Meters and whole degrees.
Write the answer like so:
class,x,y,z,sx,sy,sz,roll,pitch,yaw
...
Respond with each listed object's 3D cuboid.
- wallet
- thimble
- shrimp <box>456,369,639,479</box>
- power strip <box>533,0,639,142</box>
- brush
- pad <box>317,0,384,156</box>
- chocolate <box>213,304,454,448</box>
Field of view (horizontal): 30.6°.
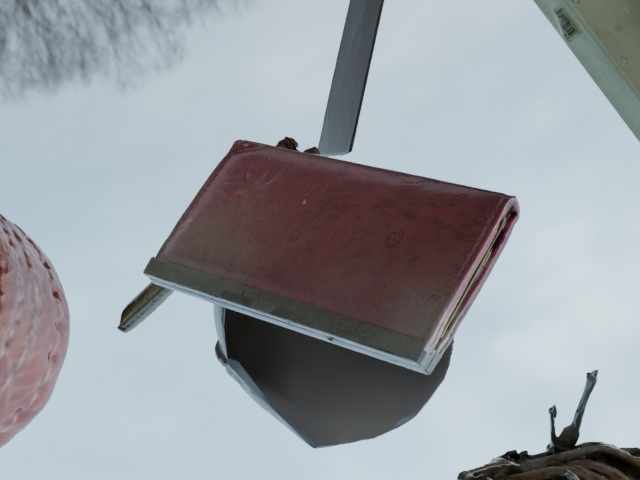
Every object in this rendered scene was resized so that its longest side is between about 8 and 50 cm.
class,x,y,z,sx,sy,sz,roll,pitch,yaw
wallet,0.000,0.000,0.716,0.232,0.025,0.119,15,-115,41
thimble,-0.486,0.093,1.392,0.350,0.230,0.350,-6,-112,15
shrimp,0.159,0.186,0.784,0.372,0.172,0.137,0,157,-33
power strip,0.312,-0.205,1.201,0.106,0.367,0.043,-32,173,-28
brush,-0.094,-0.003,0.938,0.248,0.036,0.043,-39,-172,35
pad,0.035,-0.189,0.981,0.004,0.242,0.164,12,-179,-10
chocolate,-0.006,0.087,1.317,0.284,0.283,0.186,-32,-171,-26
